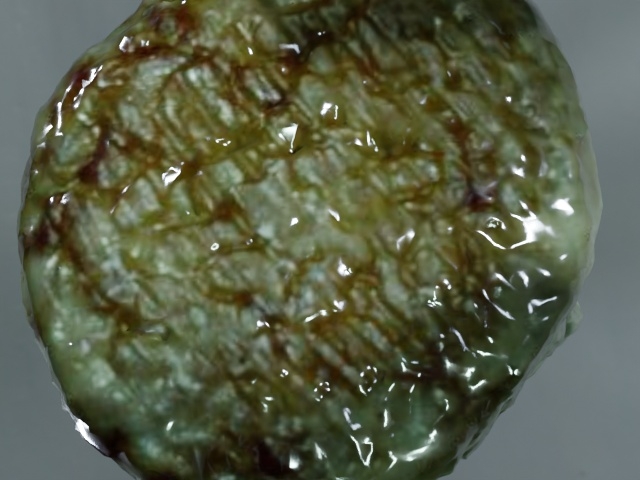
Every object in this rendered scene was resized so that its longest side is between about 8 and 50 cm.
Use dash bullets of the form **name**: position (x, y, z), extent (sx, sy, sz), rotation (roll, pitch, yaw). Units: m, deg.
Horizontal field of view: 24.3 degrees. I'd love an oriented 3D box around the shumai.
- **shumai**: position (0.000, 0.000, 1.034), extent (0.348, 0.395, 0.395), rotation (78, 168, -81)
